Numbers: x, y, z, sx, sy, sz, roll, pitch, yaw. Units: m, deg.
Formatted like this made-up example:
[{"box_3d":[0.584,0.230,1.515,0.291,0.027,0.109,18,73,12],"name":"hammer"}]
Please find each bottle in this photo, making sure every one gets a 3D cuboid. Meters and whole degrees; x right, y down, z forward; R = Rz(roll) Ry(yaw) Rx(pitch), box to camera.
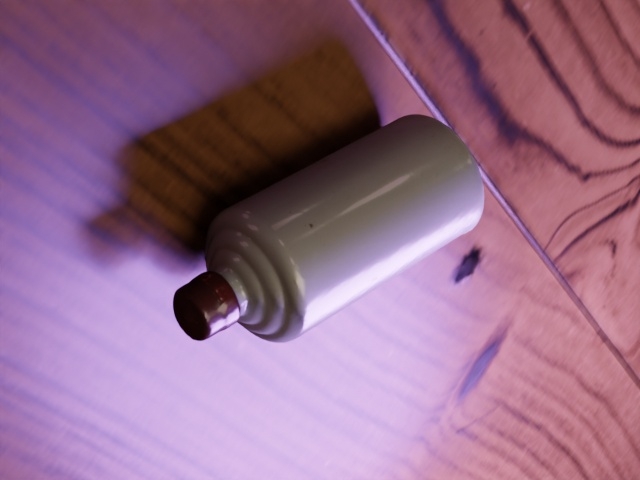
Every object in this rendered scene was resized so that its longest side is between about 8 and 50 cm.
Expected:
[{"box_3d":[0.000,0.000,1.082,0.245,0.104,0.104,-30,135,-34],"name":"bottle"}]
